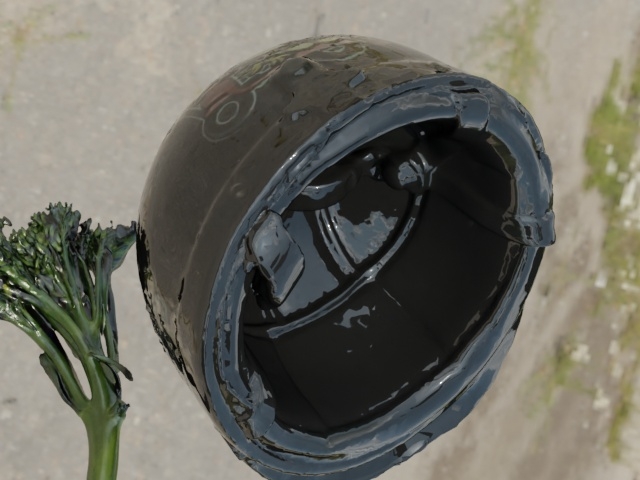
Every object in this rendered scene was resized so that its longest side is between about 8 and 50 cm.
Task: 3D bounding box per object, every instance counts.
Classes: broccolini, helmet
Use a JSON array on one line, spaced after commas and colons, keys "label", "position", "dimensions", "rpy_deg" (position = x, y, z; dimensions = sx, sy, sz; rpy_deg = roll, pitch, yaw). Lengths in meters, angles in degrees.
[{"label": "broccolini", "position": [-0.173, 0.091, 0.802], "dimensions": [0.062, 0.123, 0.271], "rpy_deg": [117, -24, -54]}, {"label": "helmet", "position": [0.000, 0.000, 0.764], "dimensions": [0.230, 0.160, 0.279], "rpy_deg": [-32, 141, -19]}]
